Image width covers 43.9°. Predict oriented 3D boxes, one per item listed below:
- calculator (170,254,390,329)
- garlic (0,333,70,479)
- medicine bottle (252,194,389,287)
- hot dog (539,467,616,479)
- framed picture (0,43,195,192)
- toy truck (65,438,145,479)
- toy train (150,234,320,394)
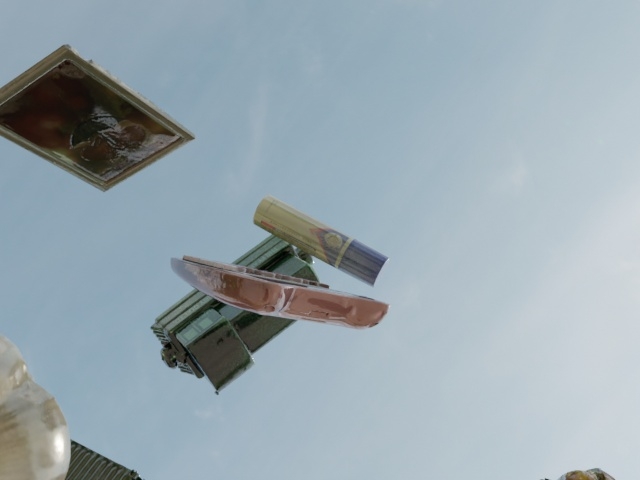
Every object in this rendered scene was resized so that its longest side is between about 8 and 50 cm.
[{"bbox_3d":[-0.069,0.063,1.035,0.220,0.329,0.048,11,-89,-31],"label":"calculator"},{"bbox_3d":[-0.333,0.226,0.746,0.184,0.203,0.281,5,-98,-18],"label":"garlic"},{"bbox_3d":[0.000,0.000,1.309,0.230,0.059,0.059,27,-74,12],"label":"medicine bottle"},{"bbox_3d":[0.266,0.288,0.848,0.115,0.269,0.072,-13,-114,1],"label":"hot dog"},{"bbox_3d":[-0.372,-0.185,1.274,0.211,0.289,0.020,-27,-122,20],"label":"framed picture"},{"bbox_3d":[-0.289,0.362,1.098,0.259,0.088,0.121,12,-38,35],"label":"toy truck"},{"bbox_3d":[-0.129,0.128,1.402,0.330,0.178,0.139,-36,-62,-15],"label":"toy train"}]
